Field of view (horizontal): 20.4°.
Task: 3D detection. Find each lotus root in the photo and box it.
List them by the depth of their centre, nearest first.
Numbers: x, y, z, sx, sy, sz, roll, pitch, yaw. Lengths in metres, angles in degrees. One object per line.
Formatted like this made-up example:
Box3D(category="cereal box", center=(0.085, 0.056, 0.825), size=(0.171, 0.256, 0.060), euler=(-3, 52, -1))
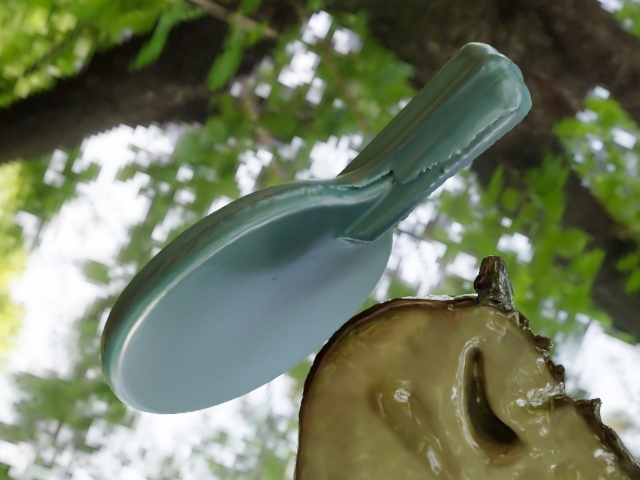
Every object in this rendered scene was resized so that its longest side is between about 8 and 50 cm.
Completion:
Box3D(category="lotus root", center=(0.074, 0.143, 0.663), size=(0.170, 0.261, 0.074), euler=(-29, 178, -6))

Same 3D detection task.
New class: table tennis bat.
Box3D(category="table tennis bat", center=(0.000, 0.000, 0.685), size=(0.201, 0.124, 0.033), euler=(-42, -119, 12))
